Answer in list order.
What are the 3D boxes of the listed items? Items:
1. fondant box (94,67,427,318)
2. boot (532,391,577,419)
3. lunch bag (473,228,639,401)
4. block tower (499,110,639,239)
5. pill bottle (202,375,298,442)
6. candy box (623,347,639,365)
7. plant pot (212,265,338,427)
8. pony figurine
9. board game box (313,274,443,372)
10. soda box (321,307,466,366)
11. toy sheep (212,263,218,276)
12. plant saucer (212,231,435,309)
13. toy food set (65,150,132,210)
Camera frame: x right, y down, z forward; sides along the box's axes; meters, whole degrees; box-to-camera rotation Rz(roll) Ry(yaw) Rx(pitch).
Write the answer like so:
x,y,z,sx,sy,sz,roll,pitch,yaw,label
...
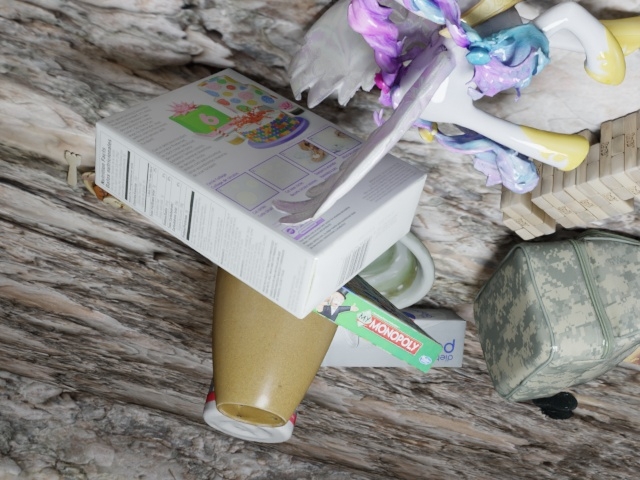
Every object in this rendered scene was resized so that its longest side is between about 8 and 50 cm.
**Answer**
x,y,z,sx,sy,sz,roll,pitch,yaw,label
-0.073,-0.075,0.988,0.330,0.238,0.096,32,131,21,fondant box
0.574,0.399,1.937,0.121,0.045,0.099,-5,146,44,boot
0.417,0.125,1.323,0.256,0.213,0.305,-5,154,-9,lunch bag
0.386,-0.093,1.054,0.091,0.097,0.335,31,146,-32,block tower
-0.108,0.219,1.595,0.176,0.319,0.176,10,152,6,pill bottle
0.643,0.134,1.372,0.182,0.088,0.316,14,152,-3,candy box
-0.089,0.172,1.358,0.237,0.254,0.237,11,152,6,plant pot
0.123,-0.177,0.865,0.363,0.303,0.351,20,134,-27,pony figurine
0.009,0.055,1.127,0.213,0.046,0.317,33,-176,-33,board game box
0.131,0.186,1.571,0.286,0.098,0.091,2,-170,-11,soda box
-0.163,0.042,1.546,0.091,0.091,0.132,8,138,9,toy sheep
0.000,0.000,1.379,0.400,0.101,0.400,10,153,5,plant saucer
-0.361,-0.086,1.435,0.192,0.039,0.132,18,152,-9,toy food set
